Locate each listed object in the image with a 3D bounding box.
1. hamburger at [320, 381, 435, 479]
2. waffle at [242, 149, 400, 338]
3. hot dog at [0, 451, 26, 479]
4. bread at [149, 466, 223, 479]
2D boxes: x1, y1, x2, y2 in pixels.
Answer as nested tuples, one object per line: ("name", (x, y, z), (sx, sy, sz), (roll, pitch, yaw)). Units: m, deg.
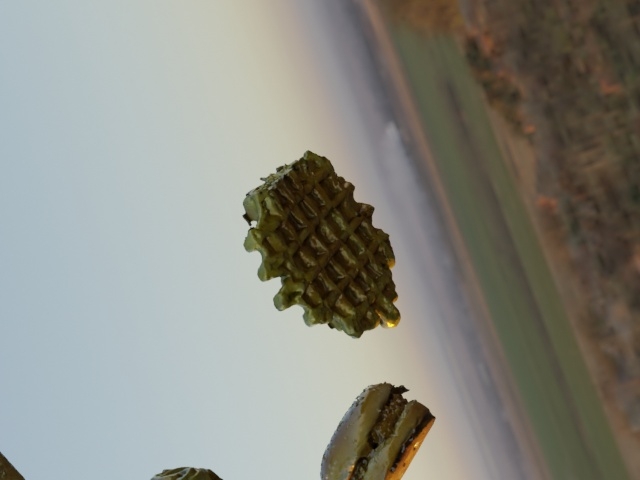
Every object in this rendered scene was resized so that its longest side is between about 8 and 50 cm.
("hamburger", (0.071, 0.298, 2.172), (0.182, 0.118, 0.191), (-41, -25, -52))
("waffle", (-0.002, 0.002, 2.216), (0.312, 0.060, 0.307), (11, -127, -50))
("hot dog", (-0.509, 0.338, 2.287), (0.242, 0.084, 0.073), (41, -152, 13))
("bread", (-0.131, 0.330, 1.390), (0.087, 0.098, 0.269), (-8, -69, -52))
